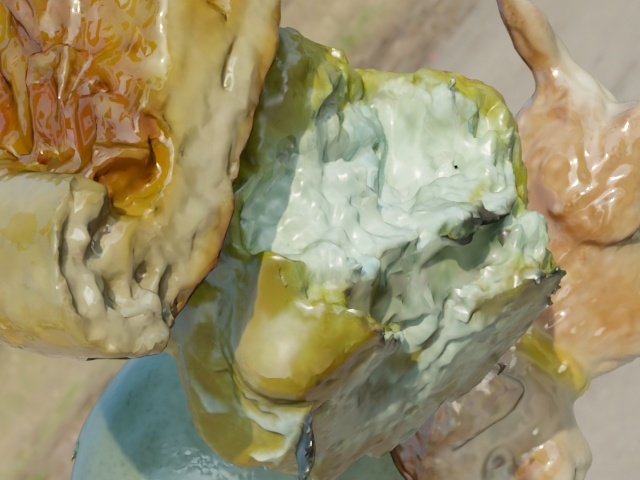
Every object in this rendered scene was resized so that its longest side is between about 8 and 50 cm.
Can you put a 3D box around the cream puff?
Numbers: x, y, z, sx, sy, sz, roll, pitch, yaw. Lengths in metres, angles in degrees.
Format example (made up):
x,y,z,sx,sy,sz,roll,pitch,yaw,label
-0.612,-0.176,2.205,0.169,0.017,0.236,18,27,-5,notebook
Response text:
x,y,z,sx,sy,sz,roll,pitch,yaw,label
-0.001,-0.001,0.632,0.121,0.156,0.156,-37,18,48,cream puff

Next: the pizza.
x,y,z,sx,sy,sz,roll,pitch,yaw,label
-0.099,-0.091,0.604,0.182,0.074,0.365,-45,39,20,pizza

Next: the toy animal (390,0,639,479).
x,y,z,sx,sy,sz,roll,pitch,yaw,label
0.076,0.013,0.833,0.185,0.184,0.104,-43,18,-1,toy animal

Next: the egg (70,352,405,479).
x,y,z,sx,sy,sz,roll,pitch,yaw,label
-0.022,0.107,0.970,0.236,0.169,0.169,-26,-7,-33,egg
